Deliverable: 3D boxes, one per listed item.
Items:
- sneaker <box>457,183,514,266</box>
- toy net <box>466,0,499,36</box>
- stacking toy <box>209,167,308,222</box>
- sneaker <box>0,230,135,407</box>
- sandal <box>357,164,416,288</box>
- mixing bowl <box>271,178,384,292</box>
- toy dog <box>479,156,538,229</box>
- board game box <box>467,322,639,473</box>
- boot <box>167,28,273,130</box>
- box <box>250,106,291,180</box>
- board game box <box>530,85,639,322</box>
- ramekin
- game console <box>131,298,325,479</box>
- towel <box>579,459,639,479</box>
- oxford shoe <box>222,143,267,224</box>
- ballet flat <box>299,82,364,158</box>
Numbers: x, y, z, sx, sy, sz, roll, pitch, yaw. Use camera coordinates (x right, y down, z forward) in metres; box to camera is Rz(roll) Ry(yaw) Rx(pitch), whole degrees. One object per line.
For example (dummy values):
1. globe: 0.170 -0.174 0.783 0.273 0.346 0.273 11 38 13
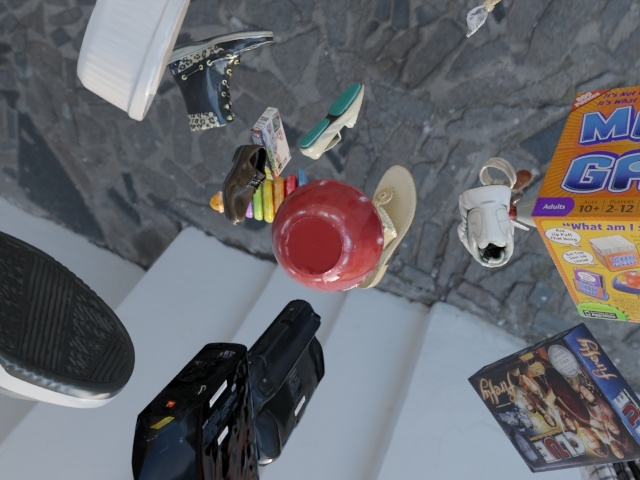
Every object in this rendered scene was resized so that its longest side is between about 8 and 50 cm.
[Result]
1. sneaker: 0.316 0.002 1.277 0.110 0.118 0.292 -12 158 14
2. toy net: 0.408 -0.584 1.594 0.045 0.122 0.232 38 103 -12
3. stacking toy: -0.184 -0.119 2.065 0.302 0.165 0.175 -2 113 -3
4. sneaker: -0.297 0.074 0.475 0.296 0.123 0.178 30 121 -16
5. sandal: 0.096 -0.016 1.205 0.088 0.079 0.239 32 115 31
6. mixing bowl: 0.000 0.000 1.023 0.182 0.098 0.181 2 98 12
7. toy dog: 0.554 -0.098 1.736 0.334 0.161 0.220 25 129 17
8. board game box: 0.312 0.219 0.900 0.165 0.042 0.243 56 154 11
9. boot: -0.195 -0.339 1.429 0.237 0.085 0.178 -13 105 7
10. box: -0.151 -0.296 2.094 0.036 0.114 0.207 17 146 24
11. board game box: 0.699 -0.070 1.377 0.357 0.356 0.356 2 143 41
12. ramekin: -0.320 -0.355 1.174 0.127 0.272 0.273 21 138 -15
13. game console: -0.056 0.170 0.609 0.044 0.361 0.213 1 106 15
14. towel: 0.473 0.413 0.994 0.121 0.235 0.283 -18 124 10
15. oxford shoe: -0.193 -0.150 1.764 0.096 0.227 0.083 -1 162 40
16. ballet flat: 0.044 -0.320 1.854 0.086 0.086 0.248 44 91 -13
